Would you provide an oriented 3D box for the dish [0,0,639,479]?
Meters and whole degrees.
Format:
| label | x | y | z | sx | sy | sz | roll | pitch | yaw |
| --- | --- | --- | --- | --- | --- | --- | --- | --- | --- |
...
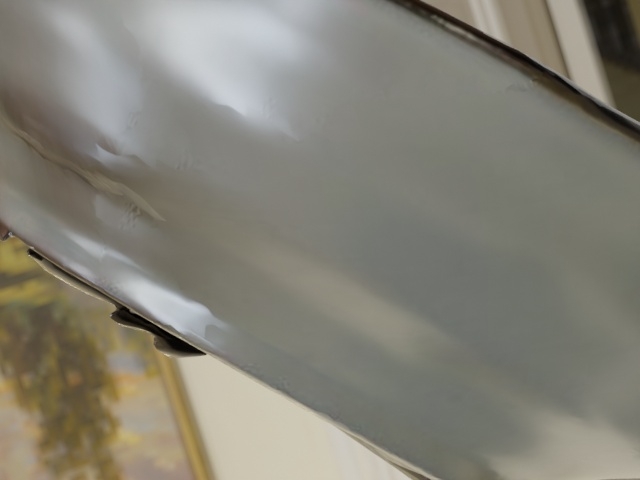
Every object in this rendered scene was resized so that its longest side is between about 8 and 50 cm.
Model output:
| label | x | y | z | sx | sy | sz | roll | pitch | yaw |
| --- | --- | --- | --- | --- | --- | --- | --- | --- | --- |
| dish | 0.000 | 0.000 | 0.581 | 0.106 | 0.316 | 0.316 | -59 | -171 | -4 |
